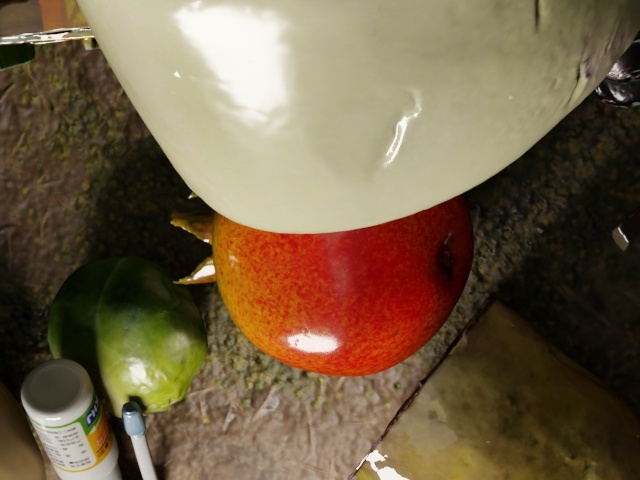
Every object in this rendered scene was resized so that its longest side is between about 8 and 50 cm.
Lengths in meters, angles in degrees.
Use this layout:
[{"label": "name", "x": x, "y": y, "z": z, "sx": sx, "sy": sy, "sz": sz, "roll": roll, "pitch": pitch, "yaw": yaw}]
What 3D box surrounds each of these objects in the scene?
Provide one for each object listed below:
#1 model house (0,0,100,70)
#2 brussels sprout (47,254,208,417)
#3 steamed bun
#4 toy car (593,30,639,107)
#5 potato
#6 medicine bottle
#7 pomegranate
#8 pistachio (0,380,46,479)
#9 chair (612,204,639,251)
[{"label": "model house", "x": -0.149, "y": -0.333, "z": 1.403, "sx": 0.313, "sy": 0.242, "sz": 0.357, "roll": -7, "pitch": 97, "yaw": 0}, {"label": "brussels sprout", "x": -0.167, "y": 0.083, "z": 1.504, "sx": 0.155, "sy": 0.117, "sz": 0.155, "roll": 16, "pitch": 142, "yaw": 13}, {"label": "steamed bun", "x": 0.066, "y": -0.220, "z": 1.187, "sx": 0.456, "sy": 0.371, "sz": 0.290, "roll": -40, "pitch": 51, "yaw": -12}, {"label": "toy car", "x": 0.243, "y": -0.177, "z": 1.379, "sx": 0.069, "sy": 0.055, "sz": 0.142, "roll": -11, "pitch": 96, "yaw": 20}, {"label": "potato", "x": 0.176, "y": 0.203, "z": 1.398, "sx": 0.266, "sy": 0.229, "sz": 0.229, "roll": 37, "pitch": 107, "yaw": 1}, {"label": "medicine bottle", "x": -0.196, "y": 0.183, "z": 1.504, "sx": 0.092, "sy": 0.220, "sz": 0.061, "roll": -5, "pitch": 54, "yaw": 3}, {"label": "pomegranate", "x": 0.000, "y": 0.000, "z": 1.401, "sx": 0.257, "sy": 0.221, "sz": 0.221, "roll": 5, "pitch": 102, "yaw": 21}, {"label": "pistachio", "x": -0.380, "y": 0.204, "z": 1.529, "sx": 0.309, "sy": 0.230, "sz": 0.230, "roll": 40, "pitch": 108, "yaw": 14}, {"label": "chair", "x": 0.416, "y": -0.071, "z": 1.324, "sx": 0.326, "sy": 0.183, "sz": 0.175, "roll": -40, "pitch": 87, "yaw": -27}]
